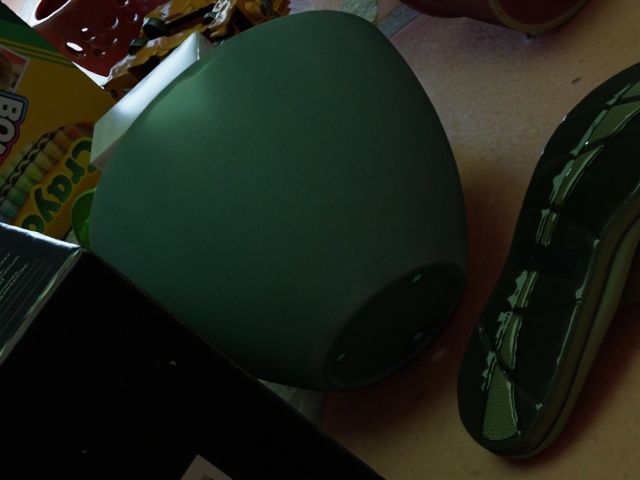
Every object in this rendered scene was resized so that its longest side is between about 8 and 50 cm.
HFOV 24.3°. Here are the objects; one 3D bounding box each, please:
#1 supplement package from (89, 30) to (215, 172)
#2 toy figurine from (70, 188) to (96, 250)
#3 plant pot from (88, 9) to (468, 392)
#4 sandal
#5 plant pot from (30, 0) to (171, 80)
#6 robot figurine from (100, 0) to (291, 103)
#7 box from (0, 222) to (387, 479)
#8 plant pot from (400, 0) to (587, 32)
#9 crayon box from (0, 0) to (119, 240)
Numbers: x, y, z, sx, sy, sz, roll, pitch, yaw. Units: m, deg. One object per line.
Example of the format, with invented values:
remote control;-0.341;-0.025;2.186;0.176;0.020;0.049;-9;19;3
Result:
supplement package;-0.171;-0.138;1.748;0.179;0.105;0.105;-40;25;18
toy figurine;-0.185;-0.034;1.653;0.159;0.130;0.173;-52;-3;-42
plant pot;0.000;0.000;1.131;0.290;0.290;0.195;-45;61;6
sandal;0.189;0.008;0.997;0.120;0.086;0.303;29;93;59
plant pot;-0.284;-0.317;2.107;0.191;0.174;0.191;-38;27;23
robot figurine;-0.151;-0.259;1.904;0.291;0.085;0.211;-9;45;47
box;-0.131;0.153;0.976;0.179;0.343;0.312;-56;27;-13
plant pot;0.157;-0.280;1.351;0.201;0.201;0.180;-47;41;3
crayon box;-0.456;-0.108;1.913;0.106;0.313;0.363;-8;46;59
